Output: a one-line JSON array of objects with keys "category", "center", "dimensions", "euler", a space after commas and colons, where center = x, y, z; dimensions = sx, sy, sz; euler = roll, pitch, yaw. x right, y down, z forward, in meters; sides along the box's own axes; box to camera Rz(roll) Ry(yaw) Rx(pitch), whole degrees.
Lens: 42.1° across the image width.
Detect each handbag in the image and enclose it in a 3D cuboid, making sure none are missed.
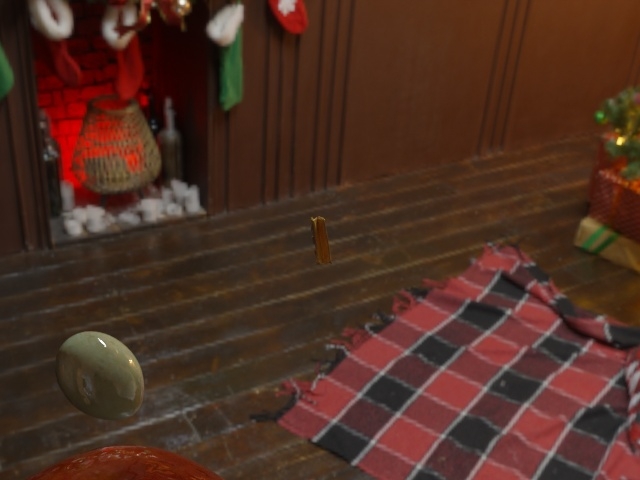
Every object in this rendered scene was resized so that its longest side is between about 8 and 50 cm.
[{"category": "handbag", "center": [0.000, 0.000, 1.440], "dimensions": [0.027, 0.083, 0.061], "euler": [-9, 4, -3]}]

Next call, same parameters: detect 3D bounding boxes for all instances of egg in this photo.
[{"category": "egg", "center": [-0.327, 0.204, 1.244], "dimensions": [0.114, 0.152, 0.114], "euler": [-36, 20, 15]}]

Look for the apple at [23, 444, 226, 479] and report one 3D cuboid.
[{"category": "apple", "center": [-0.112, 0.261, 0.498], "dimensions": [0.251, 0.272, 0.206], "euler": [-28, 1, -8]}]
